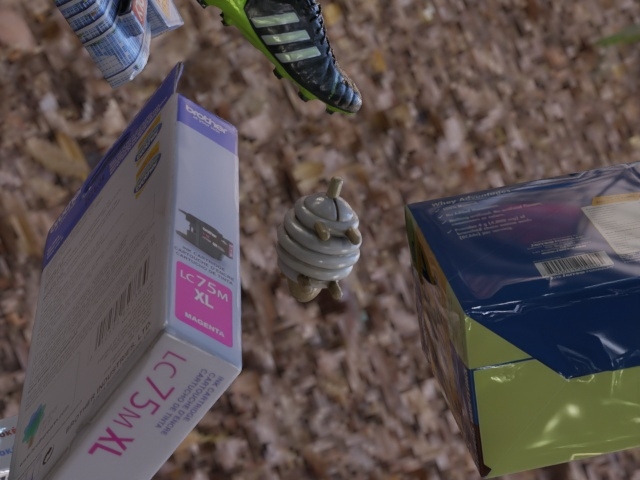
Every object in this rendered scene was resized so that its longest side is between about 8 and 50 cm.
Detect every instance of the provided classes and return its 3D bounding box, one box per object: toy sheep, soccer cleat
[{"bbox_3d":[0.000,0.000,1.461,0.091,0.132,0.091,19,23,-8],"label":"toy sheep"},{"bbox_3d":[-0.020,-0.167,1.199,0.179,0.072,0.060,41,13,-27],"label":"soccer cleat"}]

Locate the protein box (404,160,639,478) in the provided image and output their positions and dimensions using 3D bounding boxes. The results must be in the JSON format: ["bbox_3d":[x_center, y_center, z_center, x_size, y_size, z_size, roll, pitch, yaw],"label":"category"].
[{"bbox_3d":[0.184,0.051,1.139,0.201,0.200,0.136,-111,-169,-66],"label":"protein box"}]

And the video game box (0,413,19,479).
[{"bbox_3d":[-0.234,0.203,1.081,0.187,0.205,0.048,-12,50,-37],"label":"video game box"}]

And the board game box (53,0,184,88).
[{"bbox_3d":[-0.207,-0.254,1.556,0.194,0.060,0.194,-96,159,-48],"label":"board game box"}]

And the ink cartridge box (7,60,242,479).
[{"bbox_3d":[-0.122,0.033,0.983,0.065,0.186,0.311,28,29,-23],"label":"ink cartridge box"}]
